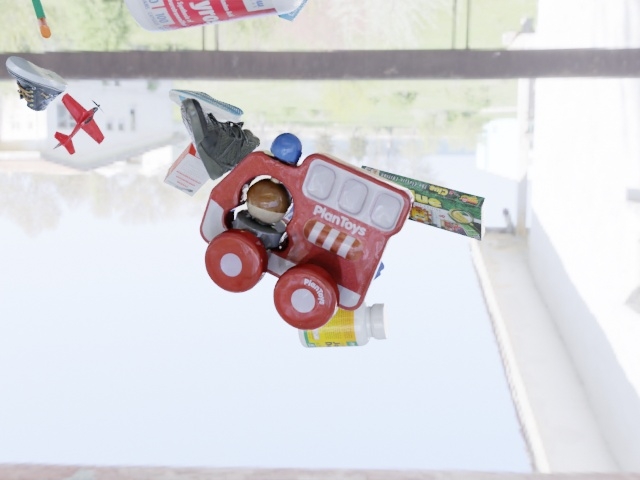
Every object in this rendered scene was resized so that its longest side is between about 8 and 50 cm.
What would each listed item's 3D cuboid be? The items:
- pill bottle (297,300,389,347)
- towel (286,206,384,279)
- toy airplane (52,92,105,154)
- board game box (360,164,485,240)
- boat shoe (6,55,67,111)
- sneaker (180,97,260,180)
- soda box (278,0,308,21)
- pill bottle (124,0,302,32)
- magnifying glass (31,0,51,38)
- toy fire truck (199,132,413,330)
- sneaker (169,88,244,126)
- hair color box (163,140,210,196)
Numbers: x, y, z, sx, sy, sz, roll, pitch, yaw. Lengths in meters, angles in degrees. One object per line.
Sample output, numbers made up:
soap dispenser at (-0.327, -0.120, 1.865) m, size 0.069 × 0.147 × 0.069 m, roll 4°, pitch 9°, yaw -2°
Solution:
pill bottle at (0.057, 0.200, 1.818) m, size 0.208 × 0.118 × 0.117 m, roll -4°, pitch -175°, yaw 13°
towel at (0.000, 0.000, 1.969) m, size 0.243 × 0.336 × 0.040 m, roll -33°, pitch 177°, yaw -34°
toy airplane at (-0.559, -0.262, 1.726) m, size 0.028 × 0.151 × 0.151 m, roll 22°, pitch -161°, yaw 41°
board game box at (0.207, -0.076, 1.531) m, size 0.259 × 0.030 × 0.136 m, roll 17°, pitch 154°, yaw 21°
boat shoe at (-0.588, -0.310, 1.520) m, size 0.065 × 0.083 × 0.183 m, roll 42°, pitch -173°, yaw 9°
sneaker at (-0.205, -0.226, 1.538) m, size 0.130 × 0.087 × 0.227 m, roll -28°, pitch 145°, yaw -6°
soda box at (-0.040, -0.630, 1.789) m, size 0.067 × 0.210 × 0.071 m, roll 48°, pitch -158°, yaw 14°
pill bottle at (-0.166, -0.540, 1.440) m, size 0.407 × 0.229 × 0.229 m, roll -5°, pitch -175°, yaw 11°
magnifying glass at (-0.631, -0.499, 1.707) m, size 0.026 × 0.092 × 0.231 m, roll -17°, pitch -148°, yaw -13°
toy fire truck at (-0.031, -0.026, 1.172) m, size 0.302 × 0.254 × 0.169 m, roll 26°, pitch -160°, yaw 12°
sneaker at (-0.302, -0.322, 1.901) m, size 0.228 × 0.092 × 0.087 m, roll 29°, pitch -156°, yaw 26°
hair color box at (-0.347, -0.194, 2.037) m, size 0.093 × 0.053 × 0.167 m, roll 28°, pitch 142°, yaw -23°
